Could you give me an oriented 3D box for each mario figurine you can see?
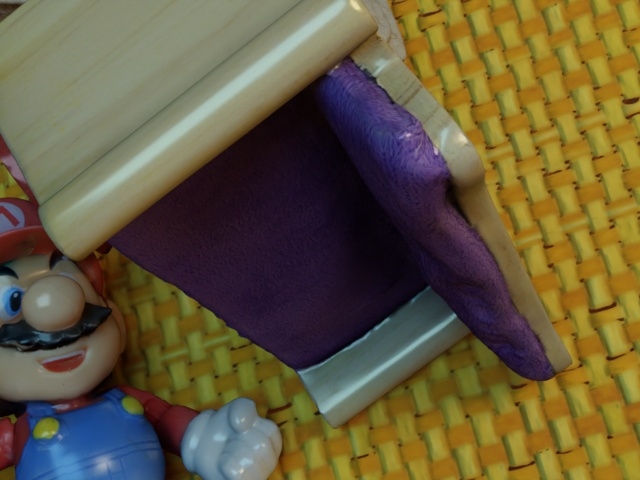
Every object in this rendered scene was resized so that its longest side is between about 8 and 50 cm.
[{"bbox_3d":[-0.148,0.111,0.698,0.170,0.198,0.321,-32,73,21],"label":"mario figurine"}]

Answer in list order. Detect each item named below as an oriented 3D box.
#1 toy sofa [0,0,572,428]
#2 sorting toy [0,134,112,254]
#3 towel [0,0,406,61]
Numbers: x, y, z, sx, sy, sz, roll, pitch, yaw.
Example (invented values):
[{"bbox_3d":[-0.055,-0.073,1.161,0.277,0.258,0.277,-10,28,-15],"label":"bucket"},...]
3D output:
[{"bbox_3d":[0.000,0.000,0.592,0.150,0.362,0.177,-36,63,3],"label":"toy sofa"},{"bbox_3d":[-0.174,-0.160,0.797,0.126,0.127,0.366,-35,53,8],"label":"sorting toy"},{"bbox_3d":[-0.089,-0.181,0.730,0.049,0.282,0.187,-56,41,42],"label":"towel"}]
